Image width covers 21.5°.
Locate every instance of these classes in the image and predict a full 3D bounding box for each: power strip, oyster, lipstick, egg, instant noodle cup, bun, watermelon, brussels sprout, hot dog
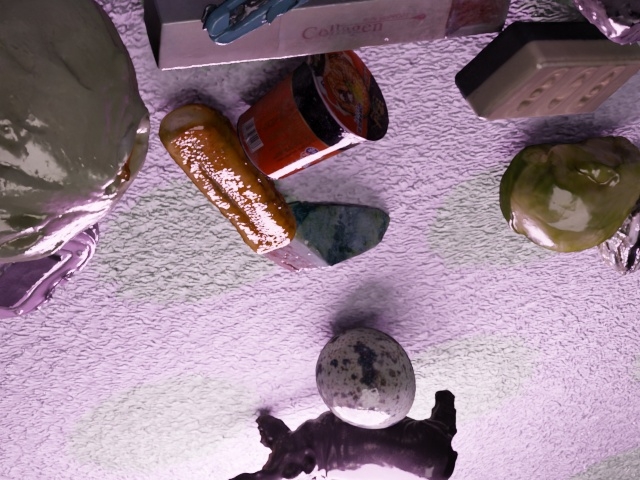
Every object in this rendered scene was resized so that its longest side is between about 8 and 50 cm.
[{"bbox_3d":[0.262,-0.189,1.865,0.105,0.070,0.256,-42,161,34],"label":"power strip"},{"bbox_3d":[0.439,-0.047,2.200,0.268,0.112,0.198,-49,157,27],"label":"oyster"},{"bbox_3d":[0.009,-0.242,1.720,0.371,0.080,0.076,-9,146,-15],"label":"lipstick"},{"bbox_3d":[0.067,0.193,2.328,0.132,0.132,0.172,-29,135,16],"label":"egg"},{"bbox_3d":[-0.014,-0.133,1.843,0.135,0.127,0.127,-30,146,32],"label":"instant noodle cup"},{"bbox_3d":[-0.259,-0.095,1.618,0.293,0.187,0.293,-45,151,-33],"label":"bun"},{"bbox_3d":[0.005,-0.002,2.101,0.180,0.081,0.094,-4,170,-10],"label":"watermelon"},{"bbox_3d":[0.309,-0.060,2.091,0.183,0.131,0.146,-3,122,-21],"label":"brussels sprout"},{"bbox_3d":[-0.103,-0.071,1.931,0.087,0.061,0.286,-21,145,5],"label":"hot dog"}]

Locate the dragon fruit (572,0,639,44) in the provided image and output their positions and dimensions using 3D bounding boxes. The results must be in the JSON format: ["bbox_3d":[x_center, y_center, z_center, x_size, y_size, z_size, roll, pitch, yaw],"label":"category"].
[{"bbox_3d":[0.339,-0.338,1.647,0.283,0.204,0.221,-34,173,4],"label":"dragon fruit"}]

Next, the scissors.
[{"bbox_3d":[0.056,-0.302,1.621,0.393,0.032,0.180,-32,141,-2],"label":"scissors"}]

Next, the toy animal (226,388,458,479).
[{"bbox_3d":[0.032,0.292,2.440,0.343,0.168,0.106,-7,150,10],"label":"toy animal"}]

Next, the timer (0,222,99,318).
[{"bbox_3d":[-0.365,0.015,1.931,0.190,0.069,0.208,13,135,-42],"label":"timer"}]
